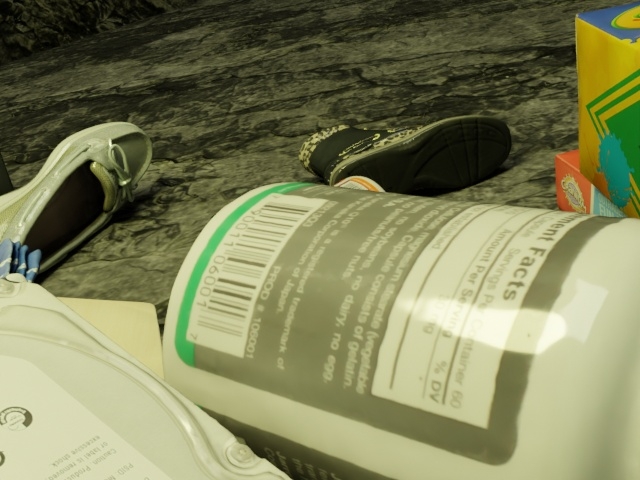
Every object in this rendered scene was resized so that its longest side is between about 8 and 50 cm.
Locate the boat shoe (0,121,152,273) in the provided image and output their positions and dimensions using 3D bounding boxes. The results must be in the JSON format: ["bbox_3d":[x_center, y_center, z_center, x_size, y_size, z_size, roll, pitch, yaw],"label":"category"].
[{"bbox_3d":[-0.310,-0.049,1.070,0.103,0.118,0.320,10,35,28],"label":"boat shoe"}]

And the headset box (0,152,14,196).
[{"bbox_3d":[-0.527,-0.088,1.077,0.283,0.246,0.131,6,30,36],"label":"headset box"}]

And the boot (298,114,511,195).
[{"bbox_3d":[0.098,-0.115,1.062,0.236,0.085,0.178,-18,22,-14],"label":"boot"}]

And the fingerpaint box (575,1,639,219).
[{"bbox_3d":[0.463,-0.097,0.603,0.445,0.163,0.371,-11,26,-1],"label":"fingerpaint box"}]

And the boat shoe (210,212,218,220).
[{"bbox_3d":[-0.074,-0.033,1.010,0.133,0.042,0.049,-29,27,-37],"label":"boat shoe"}]

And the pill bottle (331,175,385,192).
[{"bbox_3d":[0.000,0.000,0.846,0.086,0.086,0.152,14,34,44],"label":"pill bottle"}]

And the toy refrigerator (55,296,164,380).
[{"bbox_3d":[-0.160,0.138,0.587,0.102,0.094,0.269,4,20,-18],"label":"toy refrigerator"}]

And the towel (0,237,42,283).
[{"bbox_3d":[-0.328,0.139,0.617,0.243,0.040,0.336,-38,22,12],"label":"towel"}]

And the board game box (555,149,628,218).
[{"bbox_3d":[0.421,-0.053,0.802,0.317,0.064,0.242,-13,24,-5],"label":"board game box"}]

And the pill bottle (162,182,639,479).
[{"bbox_3d":[0.098,0.080,0.480,0.361,0.204,0.204,10,32,39],"label":"pill bottle"}]

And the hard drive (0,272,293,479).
[{"bbox_3d":[-0.115,0.155,0.365,0.339,0.064,0.237,34,33,20],"label":"hard drive"}]
